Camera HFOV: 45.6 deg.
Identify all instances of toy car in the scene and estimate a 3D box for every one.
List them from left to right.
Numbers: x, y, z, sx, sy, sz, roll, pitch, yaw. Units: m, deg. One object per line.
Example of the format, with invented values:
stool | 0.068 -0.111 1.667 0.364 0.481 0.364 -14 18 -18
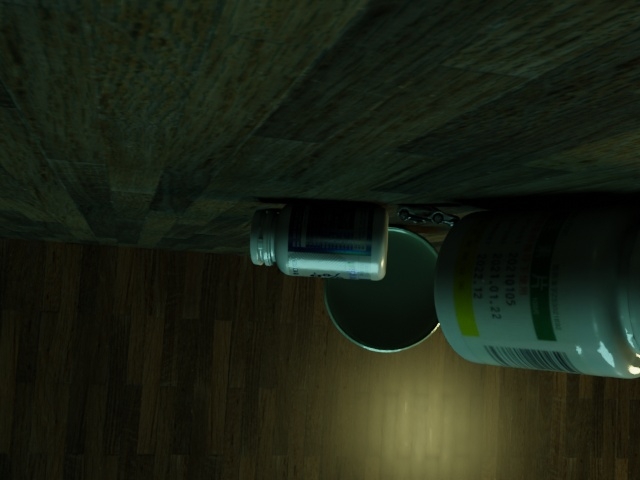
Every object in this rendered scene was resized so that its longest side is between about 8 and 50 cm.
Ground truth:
toy car | 0.150 -0.035 1.046 0.093 0.025 0.041 7 180 32

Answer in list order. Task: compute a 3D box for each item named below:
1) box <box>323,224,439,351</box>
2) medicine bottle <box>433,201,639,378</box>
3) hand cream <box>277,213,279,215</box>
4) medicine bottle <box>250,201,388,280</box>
box | 0.119 0.089 1.405 0.226 0.226 0.149 3 176 2
medicine bottle | 0.328 0.058 0.918 0.208 0.208 0.339 7 173 -44
hand cream | -0.018 -0.023 1.265 0.170 0.043 0.065 12 166 -36
medicine bottle | 0.000 0.000 1.097 0.191 0.107 0.107 3 176 6
